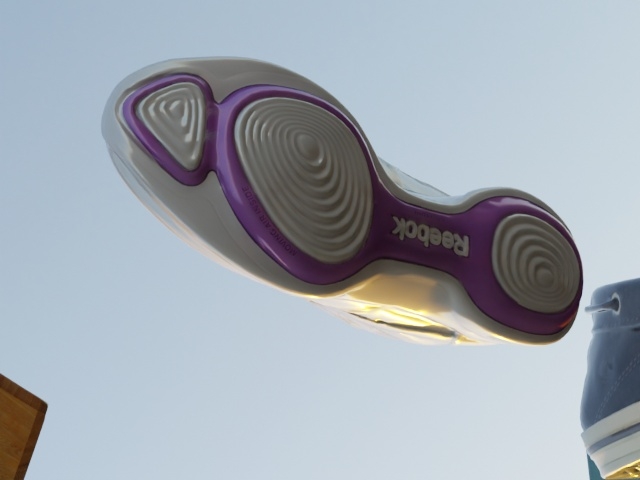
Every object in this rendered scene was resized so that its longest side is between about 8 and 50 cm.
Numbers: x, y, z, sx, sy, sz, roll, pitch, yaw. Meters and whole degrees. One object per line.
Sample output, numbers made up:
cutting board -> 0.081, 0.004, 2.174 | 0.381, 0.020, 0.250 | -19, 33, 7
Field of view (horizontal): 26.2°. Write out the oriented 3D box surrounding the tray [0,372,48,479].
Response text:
tray -> -0.417, 0.078, 0.956 | 0.203, 0.411, 0.076 | 52, -130, -59

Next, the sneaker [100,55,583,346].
sneaker -> 0.000, 0.000, 0.770 | 0.305, 0.152, 0.114 | 25, -113, -30

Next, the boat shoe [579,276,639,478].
boat shoe -> 0.307, 0.021, 0.812 | 0.500, 0.187, 0.156 | 135, 133, -61

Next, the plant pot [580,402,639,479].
plant pot -> 0.341, 0.254, 1.186 | 0.165, 0.166, 0.234 | 8, -103, -29
